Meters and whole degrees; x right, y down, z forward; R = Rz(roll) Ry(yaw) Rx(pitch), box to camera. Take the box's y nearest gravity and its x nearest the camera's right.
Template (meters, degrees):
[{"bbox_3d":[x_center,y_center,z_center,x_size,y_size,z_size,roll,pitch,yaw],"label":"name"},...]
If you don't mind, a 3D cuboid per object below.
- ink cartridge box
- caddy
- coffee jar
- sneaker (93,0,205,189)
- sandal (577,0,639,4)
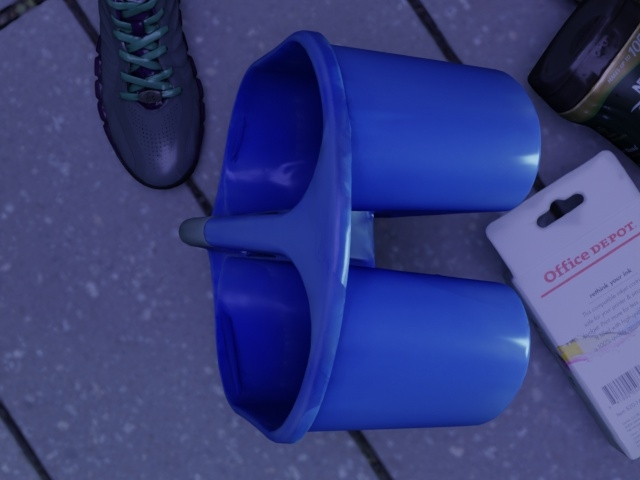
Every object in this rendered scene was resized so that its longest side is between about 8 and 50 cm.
[{"bbox_3d":[0.215,0.045,0.849,0.115,0.067,0.198,-33,89,2],"label":"ink cartridge box"},{"bbox_3d":[0.000,0.000,0.738,0.179,0.341,0.241,4,88,-14],"label":"caddy"},{"bbox_3d":[0.245,-0.096,0.831,0.184,0.079,0.096,35,91,-6],"label":"coffee jar"},{"bbox_3d":[-0.138,-0.150,0.852,0.083,0.098,0.223,-8,89,2],"label":"sneaker"},{"bbox_3d":[0.228,-0.219,0.842,0.303,0.086,0.120,17,90,3],"label":"sandal"}]
